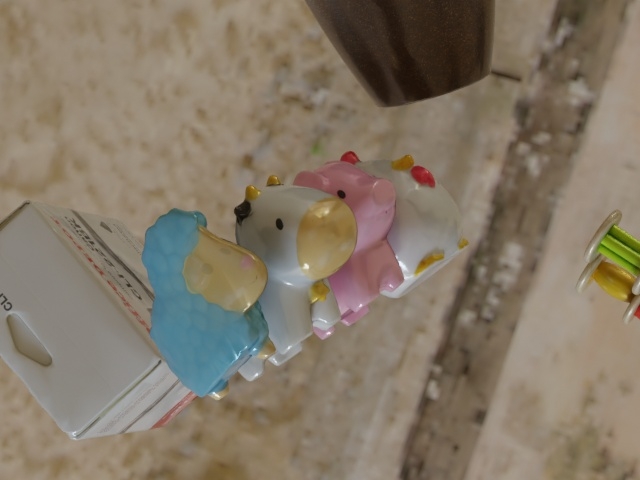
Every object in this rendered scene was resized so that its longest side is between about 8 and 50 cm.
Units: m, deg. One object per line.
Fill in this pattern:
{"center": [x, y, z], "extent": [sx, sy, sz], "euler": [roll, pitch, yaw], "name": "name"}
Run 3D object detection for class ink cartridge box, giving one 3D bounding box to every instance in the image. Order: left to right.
{"center": [-0.210, 0.076, 1.632], "extent": [0.114, 0.197, 0.273], "euler": [-42, 170, 7], "name": "ink cartridge box"}

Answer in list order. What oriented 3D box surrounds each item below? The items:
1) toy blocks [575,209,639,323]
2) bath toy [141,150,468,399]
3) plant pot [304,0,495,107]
{"center": [0.296, 0.048, 1.475], "extent": [0.054, 0.148, 0.123], "euler": [-51, 164, -17], "name": "toy blocks"}
{"center": [0.000, 0.000, 1.338], "extent": [0.151, 0.129, 0.348], "euler": [-41, 170, 32], "name": "bath toy"}
{"center": [0.067, -0.241, 1.507], "extent": [0.215, 0.215, 0.230], "euler": [-36, 112, -60], "name": "plant pot"}
